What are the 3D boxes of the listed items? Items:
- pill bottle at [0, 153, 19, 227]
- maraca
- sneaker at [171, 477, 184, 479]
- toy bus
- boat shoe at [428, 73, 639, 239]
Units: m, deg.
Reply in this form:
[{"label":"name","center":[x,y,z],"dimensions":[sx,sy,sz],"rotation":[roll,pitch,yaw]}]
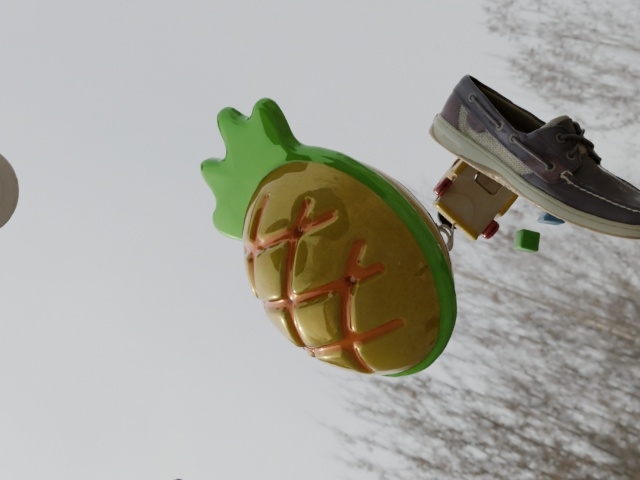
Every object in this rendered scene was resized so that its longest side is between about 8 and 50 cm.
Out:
[{"label":"pill bottle","center":[-0.277,-0.036,0.699],"dimensions":[0.067,0.120,0.067],"rotation":[-1,-89,-38]},{"label":"maraca","center":[0.000,0.000,0.531],"dimensions":[0.099,0.185,0.127],"rotation":[-29,-24,-45]},{"label":"sneaker","center":[-0.104,0.313,0.909],"dimensions":[0.095,0.236,0.105],"rotation":[-13,-61,-40]},{"label":"toy bus","center":[0.214,-0.072,1.281],"dimensions":[0.202,0.104,0.191],"rotation":[-3,-96,-11]},{"label":"boat shoe","center":[0.251,-0.096,1.041],"dimensions":[0.102,0.285,0.092],"rotation":[-15,-49,-50]}]
